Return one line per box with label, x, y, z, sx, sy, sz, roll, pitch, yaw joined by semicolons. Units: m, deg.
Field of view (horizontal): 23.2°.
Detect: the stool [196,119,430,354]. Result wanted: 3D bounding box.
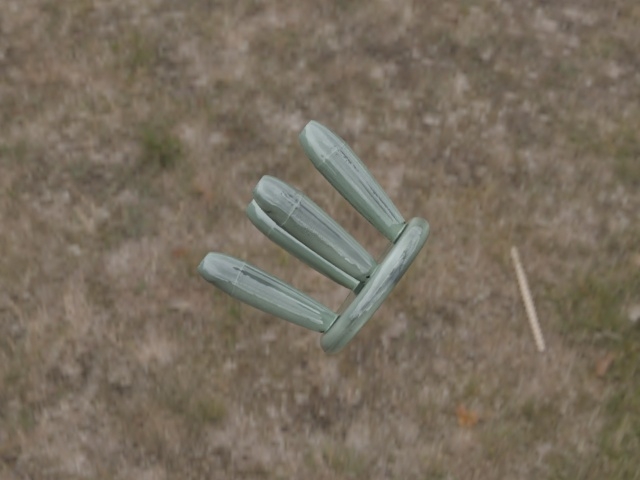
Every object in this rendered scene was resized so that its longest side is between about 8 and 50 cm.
stool;0.000;0.000;1.828;0.198;0.195;0.195;40;38;-1
